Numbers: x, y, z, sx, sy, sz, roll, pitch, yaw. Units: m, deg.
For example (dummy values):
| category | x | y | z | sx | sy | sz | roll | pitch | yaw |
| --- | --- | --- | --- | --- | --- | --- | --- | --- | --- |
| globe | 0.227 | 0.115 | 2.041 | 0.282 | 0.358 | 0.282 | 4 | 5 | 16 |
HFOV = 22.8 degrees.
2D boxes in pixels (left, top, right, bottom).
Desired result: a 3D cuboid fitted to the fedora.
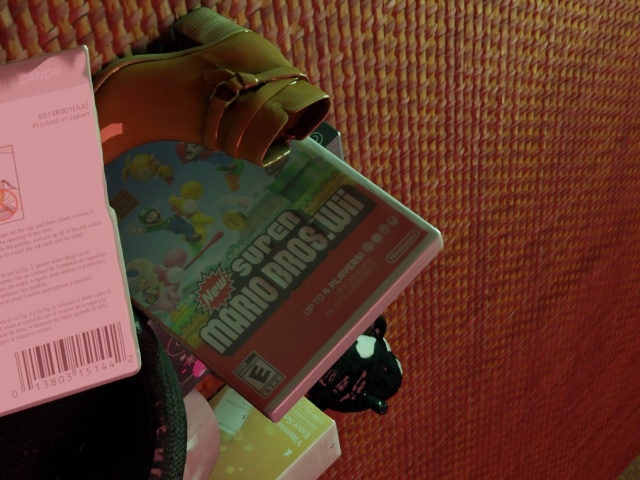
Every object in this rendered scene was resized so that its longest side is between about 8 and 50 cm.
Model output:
| category | x | y | z | sx | sy | sz | roll | pitch | yaw |
| --- | --- | --- | --- | --- | --- | --- | --- | --- | --- |
| fedora | -0.279 | 0.172 | 1.284 | 0.334 | 0.334 | 0.152 | -44 | -165 | -18 |

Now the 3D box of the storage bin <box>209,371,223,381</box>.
| category | x | y | z | sx | sy | sz | roll | pitch | yaw |
| --- | --- | --- | --- | --- | --- | --- | --- | --- | --- |
| storage bin | -0.088 | 0.076 | 1.629 | 0.091 | 0.098 | 0.135 | -53 | 157 | -25 |

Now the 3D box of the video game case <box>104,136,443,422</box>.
| category | x | y | z | sx | sy | sz | roll | pitch | yaw |
| --- | --- | --- | --- | --- | --- | --- | --- | --- | --- |
| video game case | -0.070 | -0.008 | 1.310 | 0.204 | 0.285 | 0.025 | -46 | 153 | -14 |

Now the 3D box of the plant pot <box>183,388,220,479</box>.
| category | x | y | z | sx | sy | sz | roll | pitch | yaw |
| --- | --- | --- | --- | --- | --- | --- | --- | --- | --- |
| plant pot | -0.191 | 0.219 | 1.533 | 0.180 | 0.201 | 0.201 | -38 | 155 | -61 |

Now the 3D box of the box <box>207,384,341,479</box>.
| category | x | y | z | sx | sy | sz | roll | pitch | yaw |
| --- | --- | --- | --- | --- | --- | --- | --- | --- | --- |
| box | -0.082 | 0.243 | 1.799 | 0.170 | 0.130 | 0.091 | -43 | 154 | -20 |

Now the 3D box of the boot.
| category | x | y | z | sx | sy | sz | roll | pitch | yaw |
| --- | --- | --- | --- | --- | --- | --- | --- | --- | --- |
| boot | -0.102 | -0.098 | 1.297 | 0.197 | 0.152 | 0.073 | -45 | 154 | -16 |

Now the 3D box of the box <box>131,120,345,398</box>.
| category | x | y | z | sx | sy | sz | roll | pitch | yaw |
| --- | --- | --- | --- | --- | --- | --- | --- | --- | --- |
| box | -0.101 | -0.006 | 1.430 | 0.247 | 0.142 | 0.163 | -44 | 153 | -17 |

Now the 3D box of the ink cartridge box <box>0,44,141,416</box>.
| category | x | y | z | sx | sy | sz | roll | pitch | yaw |
| --- | --- | --- | --- | --- | --- | --- | --- | --- | --- |
| ink cartridge box | -0.290 | 0.012 | 1.123 | 0.296 | 0.066 | 0.261 | -16 | 113 | -24 |

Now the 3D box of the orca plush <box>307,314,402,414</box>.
| category | x | y | z | sx | sy | sz | roll | pitch | yaw |
| --- | --- | --- | --- | --- | --- | --- | --- | --- | --- |
| orca plush | 0.053 | 0.164 | 1.957 | 0.151 | 0.102 | 0.287 | -49 | 154 | -9 |
